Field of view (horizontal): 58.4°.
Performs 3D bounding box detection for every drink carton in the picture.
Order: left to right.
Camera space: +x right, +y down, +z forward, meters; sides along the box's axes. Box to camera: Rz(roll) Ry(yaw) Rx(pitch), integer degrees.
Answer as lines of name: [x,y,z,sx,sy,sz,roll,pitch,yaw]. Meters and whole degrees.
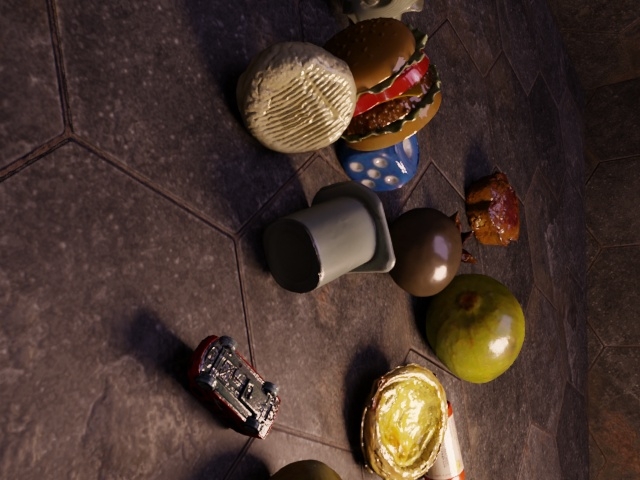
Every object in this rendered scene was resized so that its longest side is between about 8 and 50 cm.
drink carton: [0.000,0.000,1.088,0.189,0.185,0.191,-22,104,-42]

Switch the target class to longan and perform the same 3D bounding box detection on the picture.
longan: [0.247,0.023,1.388,0.196,0.196,0.220,42,53,-42]

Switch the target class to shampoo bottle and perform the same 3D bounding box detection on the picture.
shampoo bottle: [0.285,0.467,1.431,0.104,0.104,0.278,-20,100,-53]

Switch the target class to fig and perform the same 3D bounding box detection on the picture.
fig: [0.419,0.253,1.536,0.258,0.258,0.326,-60,141,-40]

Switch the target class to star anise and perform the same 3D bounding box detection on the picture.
star anise: [0.357,0.040,1.604,0.196,0.111,0.212,43,59,-34]

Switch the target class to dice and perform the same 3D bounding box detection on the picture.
dice: [0.140,-0.208,1.322,0.143,0.146,0.146,51,45,-38]

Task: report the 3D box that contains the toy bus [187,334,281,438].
toy bus: [-0.146,0.229,0.899,0.195,0.089,0.081,56,43,-33]

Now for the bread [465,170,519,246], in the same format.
bread: [0.578,-0.104,1.908,0.232,0.135,0.247,-19,100,-53]

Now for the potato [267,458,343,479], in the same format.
potato: [-0.053,0.494,0.909,0.210,0.173,0.307,60,45,-25]

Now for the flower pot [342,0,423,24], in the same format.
flower pot: [0.105,-0.649,1.243,0.367,0.254,0.164,40,49,-38]

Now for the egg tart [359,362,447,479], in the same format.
egg tart: [0.180,0.410,1.297,0.279,0.095,0.279,2,87,-39]

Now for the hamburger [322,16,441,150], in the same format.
hamburger: [0.104,-0.340,1.192,0.212,0.274,0.274,52,46,-37]

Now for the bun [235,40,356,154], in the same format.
bun: [-0.050,-0.268,1.054,0.220,0.220,0.134,44,22,-41]
